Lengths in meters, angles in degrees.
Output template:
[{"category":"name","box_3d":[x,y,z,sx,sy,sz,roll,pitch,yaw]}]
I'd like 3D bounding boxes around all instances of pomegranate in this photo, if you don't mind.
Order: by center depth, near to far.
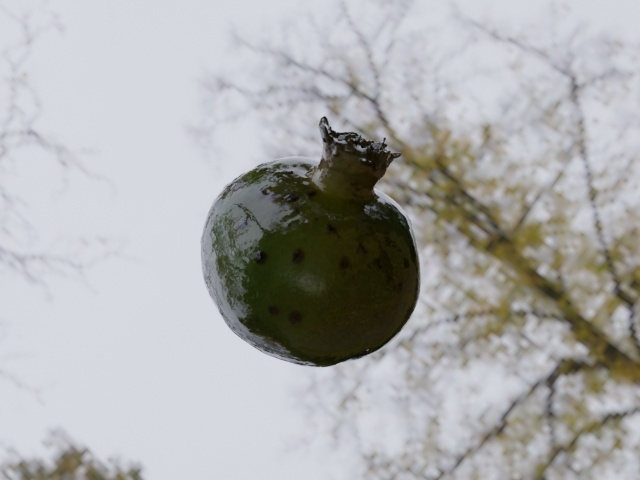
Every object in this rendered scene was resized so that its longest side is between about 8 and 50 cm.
[{"category":"pomegranate","box_3d":[-0.002,0.006,1.025,0.130,0.130,0.130,-25,-46,-29]}]
